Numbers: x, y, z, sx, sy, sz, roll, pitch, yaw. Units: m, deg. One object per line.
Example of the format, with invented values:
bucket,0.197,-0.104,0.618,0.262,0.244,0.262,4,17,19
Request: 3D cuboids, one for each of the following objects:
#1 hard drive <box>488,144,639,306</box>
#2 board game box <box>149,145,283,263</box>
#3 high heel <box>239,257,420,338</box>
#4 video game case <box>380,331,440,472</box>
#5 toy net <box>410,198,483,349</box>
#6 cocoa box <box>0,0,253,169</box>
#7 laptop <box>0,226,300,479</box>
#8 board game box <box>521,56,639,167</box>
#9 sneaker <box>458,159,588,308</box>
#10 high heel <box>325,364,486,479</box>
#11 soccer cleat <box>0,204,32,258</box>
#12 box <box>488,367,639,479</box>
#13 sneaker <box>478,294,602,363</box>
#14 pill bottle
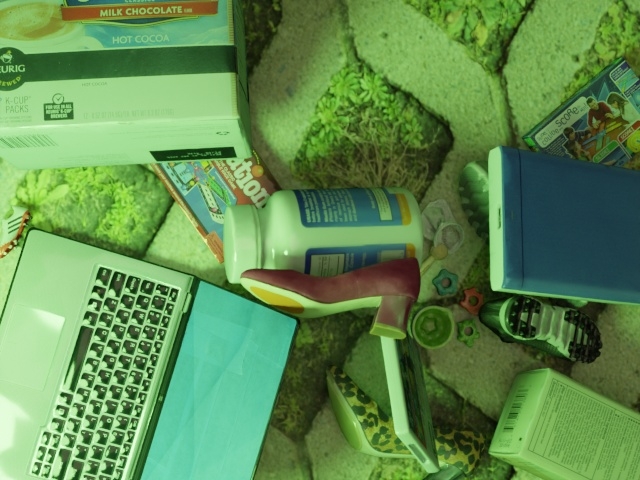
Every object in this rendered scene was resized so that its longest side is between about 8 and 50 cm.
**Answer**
hard drive,0.398,-0.015,1.363,0.318,0.040,0.210,7,76,-23
board game box,-0.174,-0.120,1.378,0.145,0.027,0.281,-35,95,-6
high heel,0.017,0.048,1.243,0.244,0.082,0.117,14,66,-1
video game case,0.125,0.211,1.306,0.023,0.183,0.201,-15,56,13
toy net,0.201,0.052,1.415,0.122,0.045,0.232,2,91,-6
cocoa box,-0.274,-0.236,1.236,0.346,0.231,0.228,-3,82,-1
laptop,-0.284,0.221,1.269,0.407,0.236,0.382,17,89,-7
board game box,0.438,-0.175,1.442,0.201,0.035,0.136,-39,95,-4
sneaker,0.329,-0.025,1.417,0.281,0.105,0.115,46,65,-8
high heel,0.133,0.271,1.407,0.186,0.093,0.261,-31,88,-21
soccer cleat,-0.460,-0.013,1.348,0.035,0.029,0.083,28,85,2
box,0.436,0.327,1.397,0.311,0.121,0.148,28,74,-6
sneaker,0.339,0.134,1.418,0.234,0.106,0.078,21,79,-32
pill bottle,0.000,0.000,1.323,0.271,0.152,0.152,-2,92,-13
